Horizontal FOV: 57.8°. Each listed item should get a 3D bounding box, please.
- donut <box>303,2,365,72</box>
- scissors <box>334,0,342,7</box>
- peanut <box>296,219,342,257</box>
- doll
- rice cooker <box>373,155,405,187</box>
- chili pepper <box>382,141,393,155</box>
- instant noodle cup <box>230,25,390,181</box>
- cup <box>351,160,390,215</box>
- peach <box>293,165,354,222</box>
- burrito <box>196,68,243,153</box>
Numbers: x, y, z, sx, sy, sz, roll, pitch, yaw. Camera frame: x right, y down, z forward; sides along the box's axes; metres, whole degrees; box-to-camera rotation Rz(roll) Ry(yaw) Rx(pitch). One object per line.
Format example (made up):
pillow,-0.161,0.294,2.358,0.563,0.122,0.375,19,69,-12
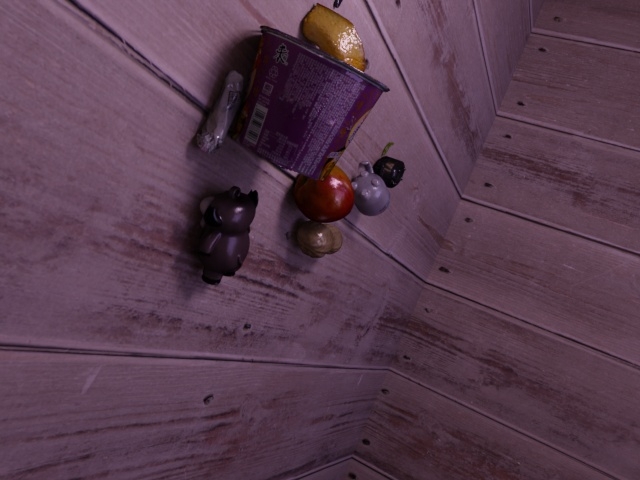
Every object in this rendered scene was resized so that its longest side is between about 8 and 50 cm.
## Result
donut,0.040,-0.486,1.547,0.101,0.152,0.258,-45,146,-36
scissors,0.086,-0.740,1.599,0.220,0.017,0.088,-66,156,-4
peanut,0.000,0.000,1.917,0.123,0.124,0.257,-69,159,2
doll,-0.231,-0.019,1.422,0.182,0.117,0.257,-35,140,-53
rice cooker,0.266,-0.264,2.251,0.165,0.107,0.112,-44,151,-61
chili pepper,0.266,-0.363,2.271,0.083,0.017,0.030,-48,150,-38
instant noodle cup,-0.039,-0.307,1.366,0.340,0.340,0.265,-3,121,-63
cup,0.183,-0.194,2.103,0.173,0.134,0.142,-61,153,-12
peach,0.017,-0.136,1.750,0.197,0.198,0.197,-45,147,-41
burrito,-0.219,-0.288,1.297,0.203,0.064,0.064,-67,156,-4
